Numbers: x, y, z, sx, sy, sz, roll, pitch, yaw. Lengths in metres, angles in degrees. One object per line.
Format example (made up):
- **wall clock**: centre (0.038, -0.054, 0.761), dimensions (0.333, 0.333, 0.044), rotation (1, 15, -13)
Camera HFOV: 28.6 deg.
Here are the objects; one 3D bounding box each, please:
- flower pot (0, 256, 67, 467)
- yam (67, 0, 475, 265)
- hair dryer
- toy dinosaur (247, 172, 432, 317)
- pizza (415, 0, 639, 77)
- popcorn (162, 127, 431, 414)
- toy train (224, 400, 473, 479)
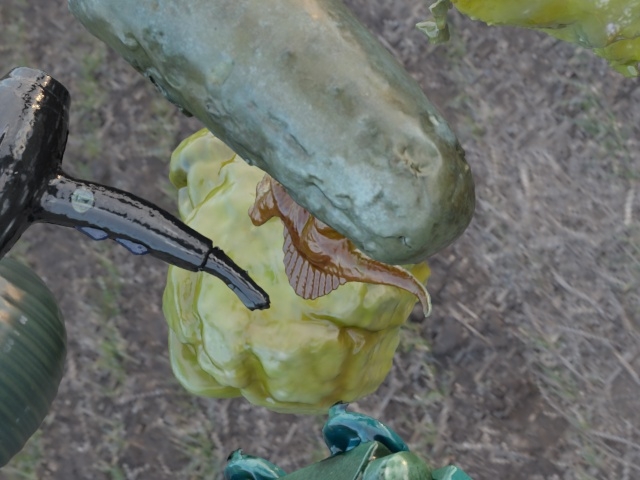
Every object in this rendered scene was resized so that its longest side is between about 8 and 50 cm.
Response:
- **flower pot**: centre (-0.345, 0.122, 1.181), dimensions (0.189, 0.157, 0.243), rotation (13, 56, 22)
- **yam**: centre (-0.034, -0.110, 0.809), dimensions (0.330, 0.133, 0.133), rotation (45, 96, 13)
- **hair dryer**: centre (-0.136, 0.011, 0.754), dimensions (0.075, 0.219, 0.195), rotation (119, 171, -66)
- **toy dinosaur**: centre (-0.001, -0.001, 0.936), dimensions (0.142, 0.057, 0.212), rotation (-47, 43, 38)
- **pizza**: centre (0.092, -0.165, 0.507), dimensions (0.280, 0.288, 0.075), rotation (-30, 40, 20)
- **popcorn**: centre (-0.031, 0.018, 1.388), dimensions (0.293, 0.292, 0.334), rotation (-51, 25, 42)
- **toy train**: centre (0.017, 0.240, 0.953), dimensions (0.298, 0.194, 0.120), rotation (-33, 20, 53)
